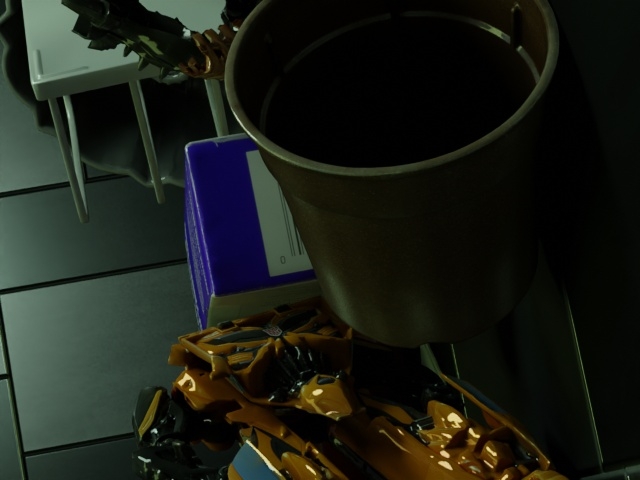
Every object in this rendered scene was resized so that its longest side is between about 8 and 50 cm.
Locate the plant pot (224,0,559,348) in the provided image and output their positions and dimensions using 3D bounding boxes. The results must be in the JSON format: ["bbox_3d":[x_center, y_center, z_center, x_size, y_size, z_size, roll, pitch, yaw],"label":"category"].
[{"bbox_3d":[0.047,-0.039,0.899,0.165,0.167,0.167,77,178,-47],"label":"plant pot"}]

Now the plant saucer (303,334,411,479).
[{"bbox_3d":[0.027,0.194,1.461,0.258,0.047,0.259,-46,-46,-59],"label":"plant saucer"}]

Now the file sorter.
[{"bbox_3d":[-0.094,-0.151,1.435,0.193,0.277,0.173,-106,5,-47],"label":"file sorter"}]

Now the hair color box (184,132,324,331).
[{"bbox_3d":[0.000,0.000,1.208,0.339,0.185,0.110,113,147,-78],"label":"hair color box"}]

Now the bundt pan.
[{"bbox_3d":[-0.137,-0.207,1.641,0.124,0.330,0.331,-81,-9,-46],"label":"bundt pan"}]

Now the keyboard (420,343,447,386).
[{"bbox_3d":[0.100,0.200,1.421,0.072,0.014,0.256,-100,4,-58],"label":"keyboard"}]

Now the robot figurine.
[{"bbox_3d":[0.018,0.121,0.993,0.291,0.211,0.085,37,134,47],"label":"robot figurine"}]

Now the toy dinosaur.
[{"bbox_3d":[-0.025,-0.153,1.032,0.164,0.218,0.322,-64,-4,0],"label":"toy dinosaur"}]
